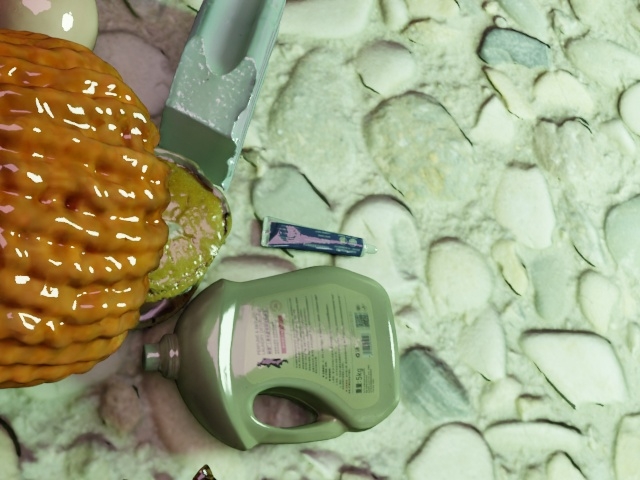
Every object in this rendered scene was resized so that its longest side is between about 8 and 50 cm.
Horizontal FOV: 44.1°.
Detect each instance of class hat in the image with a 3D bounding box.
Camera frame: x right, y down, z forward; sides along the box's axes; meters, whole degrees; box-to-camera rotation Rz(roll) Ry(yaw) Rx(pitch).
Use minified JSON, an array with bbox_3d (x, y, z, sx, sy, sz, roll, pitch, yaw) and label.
[{"bbox_3d":[-0.297,-0.028,0.519,0.400,0.285,0.285,1,63,-61],"label":"hat"}]

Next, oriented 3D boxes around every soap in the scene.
[{"bbox_3d":[-0.108,-0.186,0.873,0.091,0.145,0.230,17,58,-4],"label":"soap"}]

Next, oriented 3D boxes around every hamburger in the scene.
[{"bbox_3d":[-0.181,-0.008,0.791,0.177,0.113,0.185,5,59,-14],"label":"hamburger"}]

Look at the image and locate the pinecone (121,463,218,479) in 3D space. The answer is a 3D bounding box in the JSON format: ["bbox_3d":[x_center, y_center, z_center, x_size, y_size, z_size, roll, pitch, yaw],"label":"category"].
[{"bbox_3d":[-0.148,0.283,0.651,0.195,0.150,0.179,-18,106,-28],"label":"pinecone"}]

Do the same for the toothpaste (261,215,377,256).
[{"bbox_3d":[0.000,0.000,0.904,0.140,0.021,0.037,10,67,-16],"label":"toothpaste"}]

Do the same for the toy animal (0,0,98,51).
[{"bbox_3d":[-0.339,-0.262,0.799,0.250,0.166,0.154,41,51,-9],"label":"toy animal"}]

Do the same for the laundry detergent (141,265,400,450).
[{"bbox_3d":[-0.050,0.116,0.797,0.253,0.091,0.181,0,75,-22],"label":"laundry detergent"}]
